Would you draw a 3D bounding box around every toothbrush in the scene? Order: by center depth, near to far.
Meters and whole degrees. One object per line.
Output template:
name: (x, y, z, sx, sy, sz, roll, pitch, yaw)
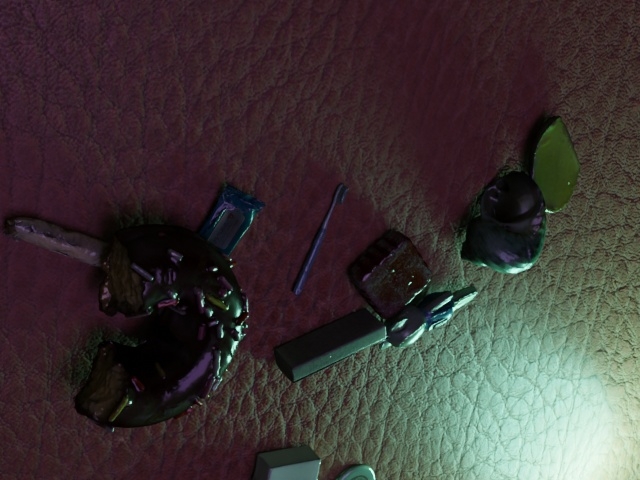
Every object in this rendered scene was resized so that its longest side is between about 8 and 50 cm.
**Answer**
toothbrush: (0.000, 0.000, 1.807, 0.016, 0.019, 0.219, 10, 109, -52)

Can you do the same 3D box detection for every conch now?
conch: (0.358, -0.022, 1.966, 0.188, 0.122, 0.176, -34, 86, -6)

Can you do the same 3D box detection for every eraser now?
eraser: (-0.078, 0.513, 1.992, 0.124, 0.068, 0.210, -2, 114, -32)

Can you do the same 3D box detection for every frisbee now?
frisbee: (0.069, 0.518, 2.125, 0.110, 0.014, 0.110, -15, 121, -27)

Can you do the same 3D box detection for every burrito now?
burrito: (-0.391, 0.000, 1.538, 0.045, 0.041, 0.185, -28, 143, 36)

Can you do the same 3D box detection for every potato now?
potato: (0.452, -0.154, 2.006, 0.119, 0.054, 0.198, -25, 120, -16)

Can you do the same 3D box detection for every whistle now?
whistle: (0.210, 0.141, 1.988, 0.235, 0.077, 0.114, -25, 155, -27)

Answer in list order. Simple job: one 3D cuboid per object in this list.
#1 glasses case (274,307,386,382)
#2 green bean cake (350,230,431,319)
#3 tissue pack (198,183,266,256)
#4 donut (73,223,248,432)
glasses case: (0.019, 0.196, 1.889, 0.205, 0.071, 0.047, -22, 128, -23)
green bean cake: (0.130, 0.064, 1.902, 0.135, 0.056, 0.135, -42, 131, -8)
tissue pack: (-0.159, -0.023, 1.687, 0.085, 0.028, 0.138, 26, 103, -36)
donut: (-0.239, 0.148, 1.611, 0.259, 0.136, 0.345, 5, 112, -39)
